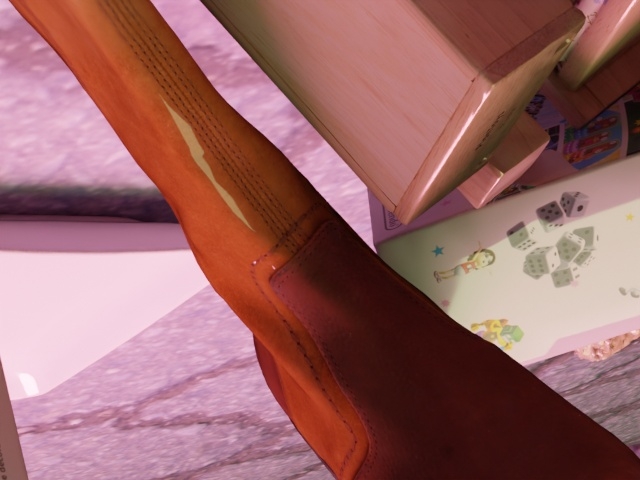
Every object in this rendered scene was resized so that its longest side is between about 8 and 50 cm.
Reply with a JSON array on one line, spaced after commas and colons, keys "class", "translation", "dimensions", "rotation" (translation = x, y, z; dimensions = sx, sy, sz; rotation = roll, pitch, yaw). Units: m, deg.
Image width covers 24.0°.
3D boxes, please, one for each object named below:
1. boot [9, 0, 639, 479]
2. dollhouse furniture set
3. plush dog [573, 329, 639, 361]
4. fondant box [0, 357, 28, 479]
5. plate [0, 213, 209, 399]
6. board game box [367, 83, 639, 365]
[{"class": "boot", "translation": [0.000, 0.000, 0.558], "dimensions": [0.096, 0.280, 0.264], "rotation": [-35, -158, -4]}, {"class": "dollhouse furniture set", "translation": [0.117, -0.190, 0.576], "dimensions": [0.355, 0.174, 0.303], "rotation": [-37, 169, -25]}, {"class": "plush dog", "translation": [0.342, 0.055, 1.307], "dimensions": [0.210, 0.262, 0.225], "rotation": [-52, 171, -2]}, {"class": "fondant box", "translation": [-0.259, -0.012, 0.443], "dimensions": [0.096, 0.238, 0.330], "rotation": [-27, 160, 31]}, {"class": "plate", "translation": [-0.230, 0.046, 0.961], "dimensions": [0.277, 0.045, 0.278], "rotation": [-1, 156, -44]}, {"class": "board game box", "translation": [0.177, -0.058, 0.762], "dimensions": [0.303, 0.097, 0.224], "rotation": [-19, -155, 8]}]
